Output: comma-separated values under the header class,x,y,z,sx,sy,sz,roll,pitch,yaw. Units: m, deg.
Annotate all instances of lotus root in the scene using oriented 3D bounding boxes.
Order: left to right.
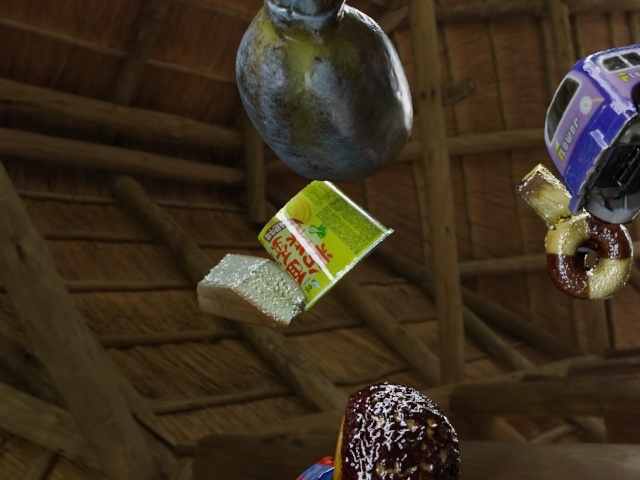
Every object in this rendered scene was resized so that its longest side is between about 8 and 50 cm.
class,x,y,z,sx,sy,sz,roll,pitch,yaw
lotus root,-0.002,-0.138,0.645,0.140,0.158,0.322,-57,-15,-2

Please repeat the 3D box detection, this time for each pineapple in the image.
class,x,y,z,sx,sy,sz,roll,pitch,yaw
pineapple,0.397,-0.088,1.276,0.116,0.069,0.137,22,-150,-34

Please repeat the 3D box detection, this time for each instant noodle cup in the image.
class,x,y,z,sx,sy,sz,roll,pitch,yaw
instant noodle cup,0.000,0.000,1.770,0.221,0.311,0.311,48,-139,5

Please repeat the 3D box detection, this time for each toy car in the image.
class,x,y,z,sx,sy,sz,roll,pitch,yaw
toy car,0.377,-0.137,0.800,0.235,0.172,0.158,-12,-124,-14

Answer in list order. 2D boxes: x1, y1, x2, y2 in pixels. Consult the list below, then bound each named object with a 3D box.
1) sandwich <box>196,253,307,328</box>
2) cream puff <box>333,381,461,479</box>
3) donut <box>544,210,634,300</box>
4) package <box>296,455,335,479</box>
class,x,y,z,sx,sy,sz,roll,pitch,yaw
sandwich,-0.137,0.085,1.234,0.094,0.258,0.096,-49,-54,-34
cream puff,0.105,0.313,0.963,0.239,0.165,0.239,2,-90,-82
donut,0.516,0.028,1.356,0.073,0.166,0.184,-8,-76,-73
package,-0.037,0.470,1.326,0.200,0.083,0.022,-34,-83,-28
